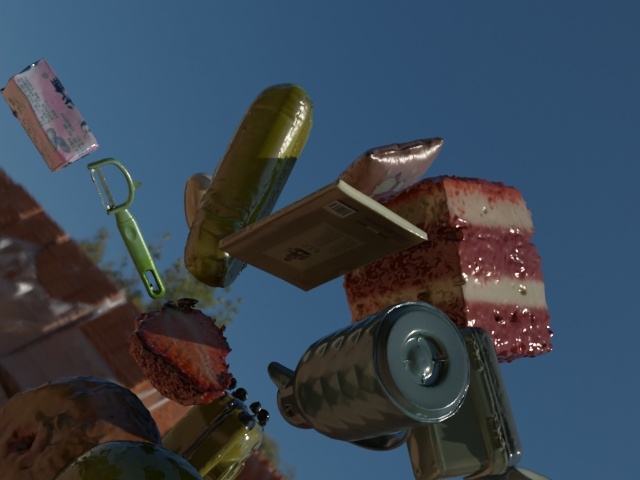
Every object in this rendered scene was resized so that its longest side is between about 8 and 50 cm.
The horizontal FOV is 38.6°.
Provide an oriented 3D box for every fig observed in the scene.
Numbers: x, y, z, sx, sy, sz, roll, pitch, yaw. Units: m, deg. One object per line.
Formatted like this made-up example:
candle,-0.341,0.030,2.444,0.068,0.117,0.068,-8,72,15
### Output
fig,-0.328,0.386,1.330,0.286,0.286,0.368,25,-31,49

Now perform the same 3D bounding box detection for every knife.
knife,-0.232,-0.014,1.161,0.015,0.054,0.212,47,-22,57

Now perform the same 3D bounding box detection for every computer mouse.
computer mouse,-0.260,-0.076,2.085,0.236,0.082,0.145,34,51,-82

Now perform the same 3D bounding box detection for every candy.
candy,-0.422,-0.191,1.426,0.092,0.073,0.160,-18,-75,57

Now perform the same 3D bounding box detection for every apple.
apple,-0.207,0.314,0.992,0.157,0.196,0.196,0,-65,59

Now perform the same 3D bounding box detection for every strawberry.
strawberry,-0.246,0.207,1.569,0.236,0.175,0.106,-98,-157,-56

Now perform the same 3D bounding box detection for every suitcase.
suitcase,-0.212,0.407,1.848,0.143,0.235,0.194,42,-11,13

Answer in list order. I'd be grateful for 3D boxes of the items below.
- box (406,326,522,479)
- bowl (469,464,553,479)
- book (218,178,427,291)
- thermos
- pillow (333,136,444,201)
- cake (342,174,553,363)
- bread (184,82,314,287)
box,0.186,0.235,1.289,0.148,0.129,0.210,119,-38,-64
bowl,0.234,0.323,0.969,0.238,0.126,0.238,25,-2,1
book,0.000,0.000,1.009,0.199,0.138,0.016,-25,-132,41
thermos,0.058,0.188,1.152,0.182,0.145,0.286,43,-36,-11
pillow,0.114,-0.123,1.847,0.236,0.223,0.084,-48,-118,42
cake,0.213,0.066,1.608,0.270,0.270,0.319,-19,-108,42
bread,-0.127,-0.099,1.570,0.112,0.383,0.166,23,-17,6
